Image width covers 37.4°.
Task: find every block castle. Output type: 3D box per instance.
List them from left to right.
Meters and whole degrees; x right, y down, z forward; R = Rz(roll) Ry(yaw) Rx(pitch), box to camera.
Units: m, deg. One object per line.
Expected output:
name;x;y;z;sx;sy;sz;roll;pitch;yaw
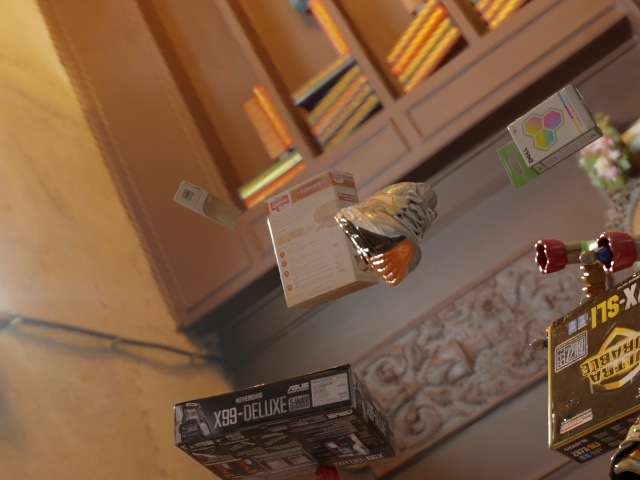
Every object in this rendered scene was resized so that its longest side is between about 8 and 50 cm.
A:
block castle;0.606;0.135;2.076;0.453;0.212;0.303;163;101;-83

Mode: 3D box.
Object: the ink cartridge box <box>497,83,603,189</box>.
ink cartridge box;0.451;-0.207;1.913;0.062;0.209;0.109;23;-139;-52

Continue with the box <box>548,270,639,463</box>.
box;0.509;0.187;1.537;0.079;0.322;0.257;30;-133;-18

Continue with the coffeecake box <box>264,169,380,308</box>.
coffeecake box;0.000;0.000;1.512;0.068;0.142;0.186;6;-114;-52

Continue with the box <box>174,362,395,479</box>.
box;-0.053;0.318;1.576;0.242;0.307;0.077;56;-156;-53

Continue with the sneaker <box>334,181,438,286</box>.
sneaker;0.092;-0.027;1.137;0.099;0.121;0.262;56;180;-11

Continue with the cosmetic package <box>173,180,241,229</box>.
cosmetic package;-0.199;-0.062;1.678;0.060;0.041;0.115;24;177;35

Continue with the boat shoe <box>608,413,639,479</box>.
boat shoe;0.427;0.298;1.188;0.120;0.122;0.324;42;-118;-37

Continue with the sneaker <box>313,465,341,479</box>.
sneaker;0.061;0.458;1.643;0.087;0.128;0.221;-111;12;-48
